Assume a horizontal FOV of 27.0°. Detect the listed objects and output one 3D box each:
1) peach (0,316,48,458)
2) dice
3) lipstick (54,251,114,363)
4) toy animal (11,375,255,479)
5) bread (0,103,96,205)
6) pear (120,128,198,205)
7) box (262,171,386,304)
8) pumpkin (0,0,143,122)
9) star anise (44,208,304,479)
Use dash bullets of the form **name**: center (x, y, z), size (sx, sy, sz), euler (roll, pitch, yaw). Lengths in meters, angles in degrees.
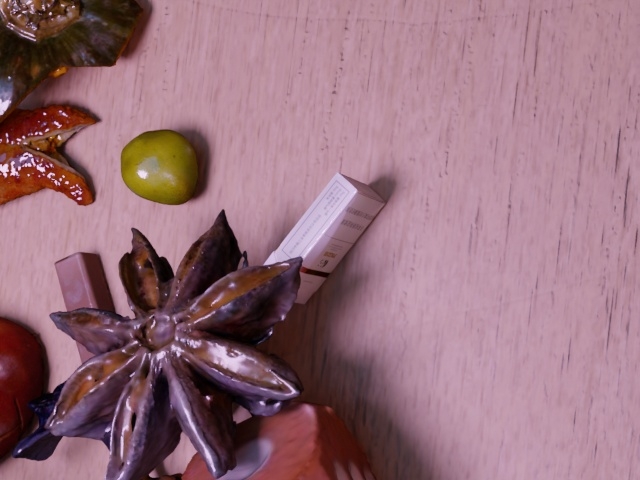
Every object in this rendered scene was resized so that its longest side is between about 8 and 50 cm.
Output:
- **peach**: center (-0.444, 0.191, 1.643), size (0.190, 0.226, 0.196), euler (-2, 121, 55)
- **dice**: center (-0.034, 0.290, 1.388), size (0.175, 0.174, 0.179), euler (-26, 115, 10)
- **lipstick**: center (-0.279, 0.089, 1.623), size (0.045, 0.045, 0.145), euler (-24, 76, 22)
- **toy animal**: center (-0.208, 0.204, 1.539), size (0.298, 0.122, 0.185), euler (-4, 87, 13)
- **bread**: center (-0.411, -0.104, 1.677), size (0.268, 0.095, 0.139), euler (-4, 90, 20)
- **pear**: center (-0.188, -0.083, 1.584), size (0.092, 0.092, 0.097), euler (-34, 88, 17)
- **box**: center (0.000, 0.000, 1.487), size (0.040, 0.084, 0.154), euler (44, 102, 22)
- **pumpkin**: center (-0.353, -0.282, 1.631), size (0.258, 0.095, 0.290), euler (-16, 83, -12)
- **star anise**: center (-0.150, 0.121, 1.416), size (0.331, 0.117, 0.332), euler (-13, 54, 19)
